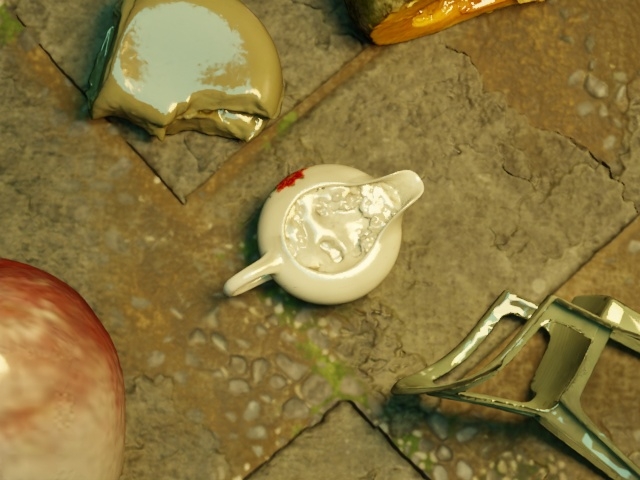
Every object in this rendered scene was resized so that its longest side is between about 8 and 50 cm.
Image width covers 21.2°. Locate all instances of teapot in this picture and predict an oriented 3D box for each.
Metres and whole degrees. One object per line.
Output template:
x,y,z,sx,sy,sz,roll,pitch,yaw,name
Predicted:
0.000,0.000,1.737,0.226,0.092,0.145,-32,79,-11,teapot

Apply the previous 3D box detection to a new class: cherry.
-0.318,0.177,1.547,0.291,0.335,0.326,19,92,-22,cherry

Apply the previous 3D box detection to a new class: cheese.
-0.131,-0.180,1.765,0.203,0.091,0.175,20,77,-1,cheese

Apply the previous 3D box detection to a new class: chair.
0.235,0.138,1.679,0.275,0.203,0.190,31,87,-4,chair

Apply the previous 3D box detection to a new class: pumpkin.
0.152,-0.310,1.778,0.281,0.190,0.139,-19,79,-11,pumpkin
